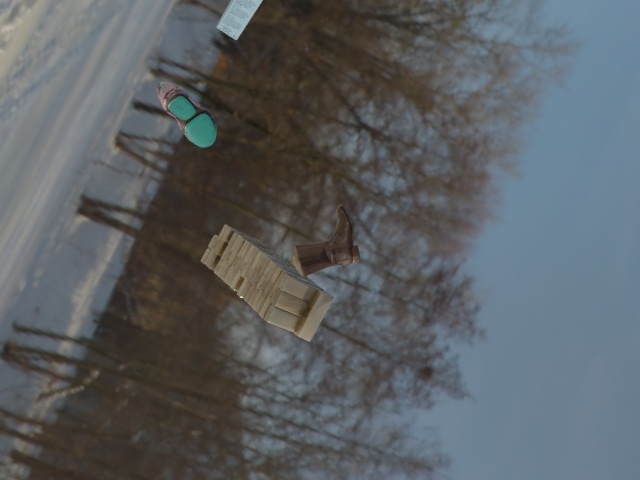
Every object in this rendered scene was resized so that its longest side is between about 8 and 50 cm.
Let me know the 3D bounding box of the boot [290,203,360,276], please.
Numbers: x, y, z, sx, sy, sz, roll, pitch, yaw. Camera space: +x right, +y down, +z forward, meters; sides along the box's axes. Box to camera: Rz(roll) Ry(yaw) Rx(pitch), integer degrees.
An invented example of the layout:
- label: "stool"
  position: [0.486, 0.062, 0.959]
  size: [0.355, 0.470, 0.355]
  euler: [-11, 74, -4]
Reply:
- label: "boot"
  position: [0.000, 0.000, 1.700]
  size: [0.037, 0.114, 0.106]
  euler: [123, -48, -73]

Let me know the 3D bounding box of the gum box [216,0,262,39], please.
- label: "gum box"
  position: [-0.085, -0.424, 1.588]
  size: [0.184, 0.041, 0.157]
  euler: [-48, -164, 39]

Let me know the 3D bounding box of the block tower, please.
- label: "block tower"
  position: [-0.105, 0.067, 1.846]
  size: [0.090, 0.097, 0.335]
  euler: [-62, -146, 3]

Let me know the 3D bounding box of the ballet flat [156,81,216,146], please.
- label: "ballet flat"
  position: [-0.294, -0.285, 2.241]
  size: [0.077, 0.079, 0.221]
  euler: [-35, 152, 4]
